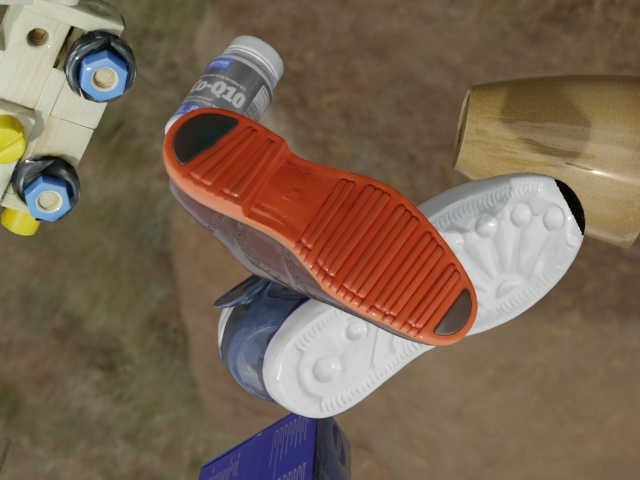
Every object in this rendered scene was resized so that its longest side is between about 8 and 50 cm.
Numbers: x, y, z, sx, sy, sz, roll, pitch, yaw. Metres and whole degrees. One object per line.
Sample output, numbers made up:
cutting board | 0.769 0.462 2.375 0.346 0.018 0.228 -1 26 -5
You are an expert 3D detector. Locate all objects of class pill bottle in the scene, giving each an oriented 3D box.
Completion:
pill bottle | -0.097 -0.145 1.717 0.078 0.137 0.078 22 148 15

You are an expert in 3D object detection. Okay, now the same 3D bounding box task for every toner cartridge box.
toner cartridge box | -0.054 0.288 1.708 0.075 0.165 0.348 58 -171 -12

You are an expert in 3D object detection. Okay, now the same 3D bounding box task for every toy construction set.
toy construction set | -0.249 -0.098 1.107 0.215 0.151 0.328 17 130 -24

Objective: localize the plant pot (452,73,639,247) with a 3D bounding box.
plant pot | 0.314 -0.127 2.240 0.254 0.237 0.237 10 151 -2

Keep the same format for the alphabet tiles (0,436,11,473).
alphabet tiles | -0.353 0.222 1.193 0.237 0.198 0.009 -14 114 7

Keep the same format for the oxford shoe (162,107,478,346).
oxford shoe | 0.000 0.000 1.255 0.271 0.097 0.098 35 154 14

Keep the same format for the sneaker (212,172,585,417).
sneaker | 0.052 0.029 1.474 0.130 0.322 0.236 61 168 -18
